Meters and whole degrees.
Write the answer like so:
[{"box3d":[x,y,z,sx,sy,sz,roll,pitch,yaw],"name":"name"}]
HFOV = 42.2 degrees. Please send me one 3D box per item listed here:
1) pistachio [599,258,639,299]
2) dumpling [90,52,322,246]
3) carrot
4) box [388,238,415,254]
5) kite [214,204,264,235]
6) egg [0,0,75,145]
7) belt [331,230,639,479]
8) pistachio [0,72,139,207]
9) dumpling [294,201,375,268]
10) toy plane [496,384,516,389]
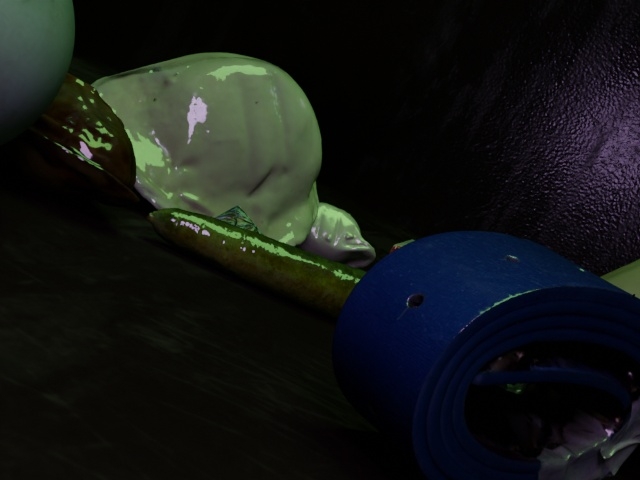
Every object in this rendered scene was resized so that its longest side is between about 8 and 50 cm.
[{"box3d":[0.487,0.140,1.138,0.445,0.281,0.365,-4,-15,13],"name":"pistachio"},{"box3d":[-0.133,-0.119,1.180,0.395,0.233,0.316,10,50,-43],"name":"dumpling"},{"box3d":[-0.042,0.035,1.013,0.358,0.074,0.074,23,9,-21],"name":"carrot"},{"box3d":[0.182,0.069,1.446,0.133,0.099,0.182,26,9,13],"name":"box"},{"box3d":[-0.115,-0.009,1.082,0.122,0.004,0.090,6,57,-10],"name":"kite"},{"box3d":[-0.381,-0.218,0.740,0.389,0.276,0.276,29,7,33],"name":"egg"},{"box3d":[0.169,0.113,0.711,0.347,0.212,0.117,15,13,-42],"name":"belt"},{"box3d":[-0.279,-0.108,0.932,0.210,0.130,0.165,39,8,18],"name":"pistachio"},{"box3d":[0.002,0.002,1.355,0.169,0.100,0.134,9,-28,-7],"name":"dumpling"},{"box3d":[0.219,0.169,0.978,0.262,0.088,0.192,31,-20,-1],"name":"toy plane"}]
